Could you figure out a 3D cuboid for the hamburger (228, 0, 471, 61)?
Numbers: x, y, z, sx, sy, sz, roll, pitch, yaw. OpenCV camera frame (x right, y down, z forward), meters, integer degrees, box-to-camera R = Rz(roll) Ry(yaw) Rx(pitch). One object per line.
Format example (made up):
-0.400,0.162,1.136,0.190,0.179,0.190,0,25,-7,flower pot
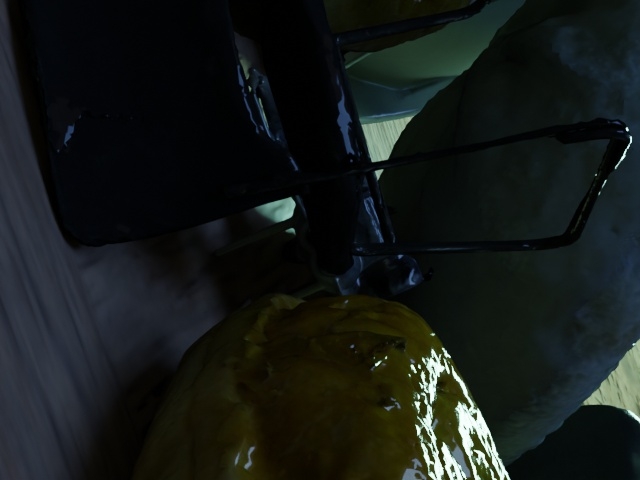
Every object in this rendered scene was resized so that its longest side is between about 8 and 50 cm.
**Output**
-0.017,-0.224,0.773,0.285,0.134,0.266,-4,81,-61,hamburger

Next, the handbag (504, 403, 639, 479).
0.198,0.256,1.073,0.254,0.181,0.181,-83,150,-57,handbag

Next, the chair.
-0.005,-0.057,0.636,0.145,0.221,0.140,98,-22,-69,chair

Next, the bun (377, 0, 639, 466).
0.140,-0.020,0.953,0.194,0.354,0.354,38,9,8,bun

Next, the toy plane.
0.010,-0.004,0.821,0.262,0.088,0.192,-35,102,-78,toy plane

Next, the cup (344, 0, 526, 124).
0.105,-0.271,1.029,0.259,0.356,0.275,-7,75,-54,cup

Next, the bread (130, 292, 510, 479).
0.010,0.121,0.557,0.198,0.120,0.236,63,13,-16,bread
